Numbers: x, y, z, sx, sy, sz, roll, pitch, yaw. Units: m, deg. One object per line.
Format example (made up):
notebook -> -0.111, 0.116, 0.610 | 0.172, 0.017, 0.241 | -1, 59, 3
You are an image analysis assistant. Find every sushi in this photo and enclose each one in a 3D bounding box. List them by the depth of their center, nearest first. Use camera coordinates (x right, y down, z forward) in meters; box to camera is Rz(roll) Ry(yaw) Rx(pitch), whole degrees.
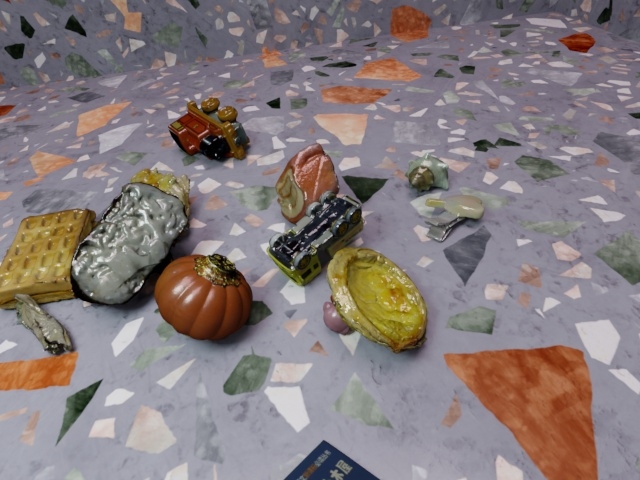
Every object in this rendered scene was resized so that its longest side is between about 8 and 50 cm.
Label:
sushi -> -0.490, 0.023, 1.094 | 0.207, 0.234, 0.348 | -20, 35, 59

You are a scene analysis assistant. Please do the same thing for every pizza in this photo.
pizza -> -0.529, -0.132, 1.304 | 0.323, 0.089, 0.223 | 14, 77, 22

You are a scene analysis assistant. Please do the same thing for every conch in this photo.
conch -> 0.362, -0.223, 1.338 | 0.234, 0.114, 0.137 | -22, 57, -26

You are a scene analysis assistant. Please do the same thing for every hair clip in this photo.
hair clip -> 0.384, -0.083, 1.212 | 0.218, 0.071, 0.159 | -29, 43, -29

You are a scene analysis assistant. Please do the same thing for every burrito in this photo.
burrito -> -0.680, 0.208, 1.009 | 0.229, 0.058, 0.063 | 30, 67, 23

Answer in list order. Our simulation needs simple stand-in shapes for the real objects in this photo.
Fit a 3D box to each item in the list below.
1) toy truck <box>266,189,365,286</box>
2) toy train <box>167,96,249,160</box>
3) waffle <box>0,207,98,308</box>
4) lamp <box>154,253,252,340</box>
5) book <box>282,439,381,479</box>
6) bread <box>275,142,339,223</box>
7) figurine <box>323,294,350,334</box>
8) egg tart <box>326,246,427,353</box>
toy truck -> 0.000, 0.000, 1.100 | 0.272, 0.157, 0.124 | -41, 53, -18
toy train -> -0.445, -0.430, 1.639 | 0.232, 0.163, 0.369 | -41, 51, -16
waffle -> -0.777, 0.045, 1.189 | 0.224, 0.098, 0.327 | -13, 44, -5
lamp -> -0.264, 0.127, 0.950 | 0.223, 0.196, 0.223 | 26, 19, -10
book -> 0.069, 0.448, 0.604 | 0.322, 0.018, 0.228 | 23, 22, 29
bread -> -0.047, -0.146, 1.221 | 0.123, 0.244, 0.190 | -19, 78, -24
figurine -> 0.039, 0.173, 0.953 | 0.083, 0.067, 0.071 | 38, 62, -1
egg tart -> 0.122, 0.134, 0.931 | 0.279, 0.095, 0.279 | 22, 38, -19
